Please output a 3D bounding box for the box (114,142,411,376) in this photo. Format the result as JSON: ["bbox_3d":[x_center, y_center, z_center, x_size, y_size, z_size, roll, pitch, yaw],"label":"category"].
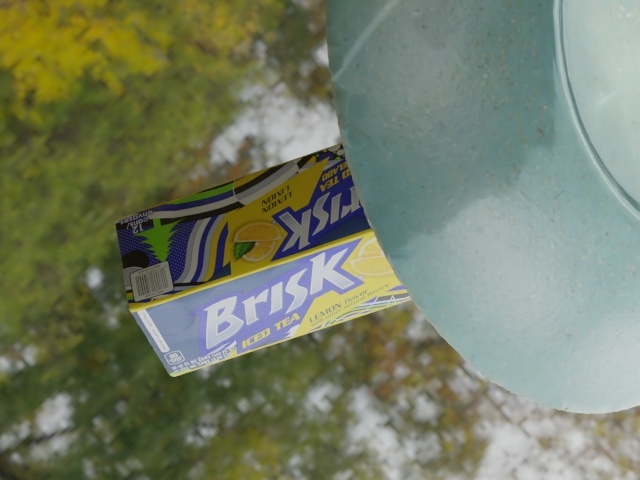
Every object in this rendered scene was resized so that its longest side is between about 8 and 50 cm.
[{"bbox_3d":[0.000,0.000,0.724,0.169,0.059,0.054,-18,-129,5],"label":"box"}]

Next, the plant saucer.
[{"bbox_3d":[0.085,-0.050,0.455,0.037,0.195,0.195,-7,-144,49],"label":"plant saucer"}]
